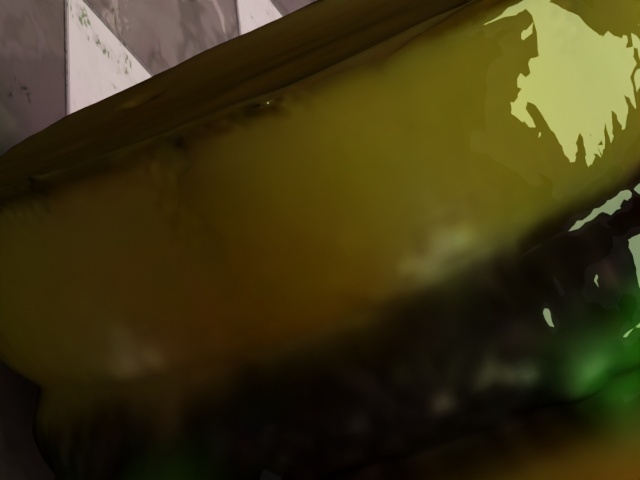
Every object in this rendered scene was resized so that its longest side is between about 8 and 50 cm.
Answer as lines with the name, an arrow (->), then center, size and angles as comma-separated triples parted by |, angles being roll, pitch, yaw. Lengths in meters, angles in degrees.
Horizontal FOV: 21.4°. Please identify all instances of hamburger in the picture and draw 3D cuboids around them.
hamburger -> 0.027, 0.033, 0.807 | 0.277, 0.395, 0.396 | 66, 18, -10
